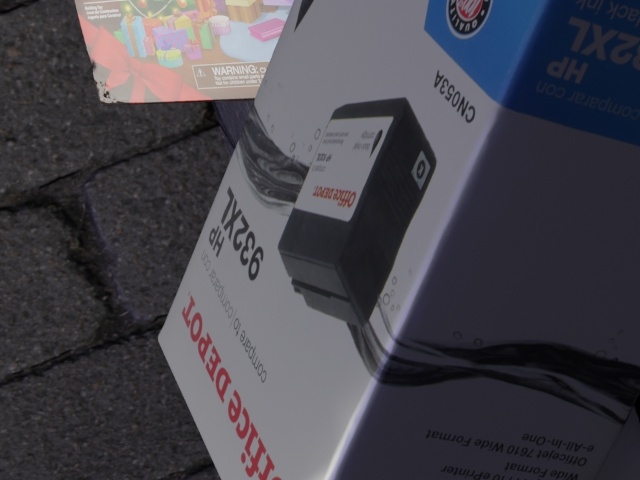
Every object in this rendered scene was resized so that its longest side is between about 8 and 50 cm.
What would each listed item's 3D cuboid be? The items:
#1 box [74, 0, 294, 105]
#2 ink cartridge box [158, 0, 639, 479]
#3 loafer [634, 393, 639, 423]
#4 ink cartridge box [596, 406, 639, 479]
[{"bbox_3d":[-0.031,-0.185,1.038,0.293,0.057,0.201,1,111,36],"label":"box"},{"bbox_3d":[0.056,-0.016,0.786,0.307,0.129,0.223,-67,28,21],"label":"ink cartridge box"},{"bbox_3d":[0.208,0.211,0.905,0.134,0.130,0.366,-125,16,-62],"label":"loafer"},{"bbox_3d":[0.149,0.105,1.198,0.212,0.093,0.154,-138,27,-78],"label":"ink cartridge box"}]
